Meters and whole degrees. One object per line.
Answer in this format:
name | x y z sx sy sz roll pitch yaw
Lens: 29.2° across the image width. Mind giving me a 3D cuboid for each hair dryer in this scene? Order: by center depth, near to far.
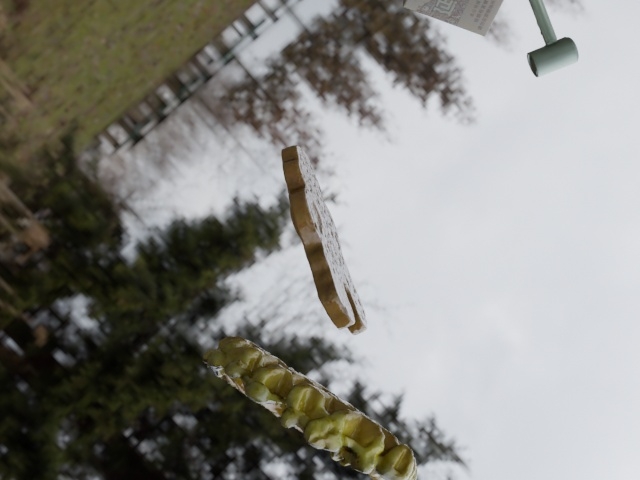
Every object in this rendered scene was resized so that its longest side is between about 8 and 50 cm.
hair dryer | 0.297 -0.287 1.654 0.063 0.124 0.038 -22 -173 -3

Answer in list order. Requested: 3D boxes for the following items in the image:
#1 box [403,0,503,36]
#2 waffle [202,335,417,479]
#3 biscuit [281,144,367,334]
box | 0.122 -0.224 1.114 0.024 0.083 0.053 -85 -165 -49
waffle | -0.001 0.199 1.387 0.062 0.329 0.329 -56 -164 -8
biscuit | -0.001 -0.002 1.477 0.040 0.236 0.144 -22 167 5
